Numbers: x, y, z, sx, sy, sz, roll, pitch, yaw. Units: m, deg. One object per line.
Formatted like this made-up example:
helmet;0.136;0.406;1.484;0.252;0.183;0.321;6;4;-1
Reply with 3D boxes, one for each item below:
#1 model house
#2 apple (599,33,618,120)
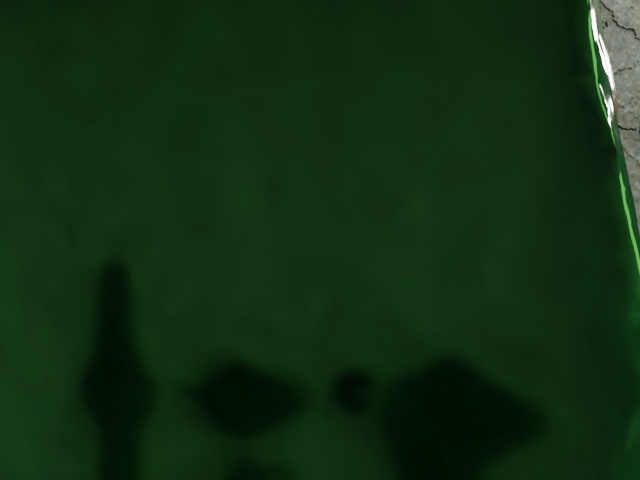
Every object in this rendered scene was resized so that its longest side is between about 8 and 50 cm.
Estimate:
model house;0.000;0.000;0.749;0.329;0.251;0.295;-69;146;-73
apple;0.048;-0.054;1.000;0.164;0.209;0.209;62;22;-20
